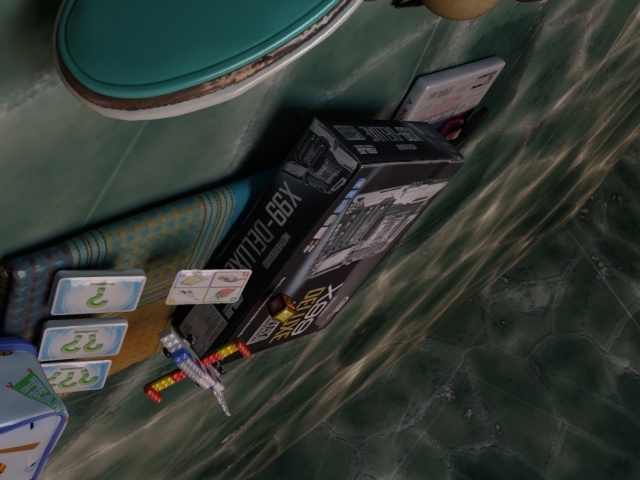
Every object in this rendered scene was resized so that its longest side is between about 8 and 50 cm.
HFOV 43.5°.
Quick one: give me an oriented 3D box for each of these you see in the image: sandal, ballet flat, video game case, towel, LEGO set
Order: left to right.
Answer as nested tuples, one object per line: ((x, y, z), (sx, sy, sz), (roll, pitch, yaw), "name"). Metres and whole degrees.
((-0.178, 0.048, 0.856), (0.370, 0.040, 0.271), (-23, 152, -43), "towel")
((-0.144, 0.103, 0.775), (0.244, 0.060, 0.182), (1, 136, -32), "LEGO set")
((0.003, -0.219, 0.522), (0.400, 0.139, 0.139), (-45, 162, 1), "ballet flat")
((0.152, -0.163, 1.101), (0.201, 0.023, 0.183), (-26, 155, -45), "video game case")
((0.185, -0.145, 1.126), (0.179, 0.040, 0.067), (-47, 175, -46), "sandal")

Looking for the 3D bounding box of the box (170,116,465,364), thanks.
((0.000, 0.000, 0.915), (0.242, 0.076, 0.307), (-10, 143, -56), "box")

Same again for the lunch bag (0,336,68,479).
((-0.359, 0.218, 0.695), (0.243, 0.115, 0.303), (-11, 144, -49), "lunch bag")

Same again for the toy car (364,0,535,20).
((0.130, -0.263, 0.726), (0.188, 0.148, 0.155), (-21, 175, 32), "toy car")
